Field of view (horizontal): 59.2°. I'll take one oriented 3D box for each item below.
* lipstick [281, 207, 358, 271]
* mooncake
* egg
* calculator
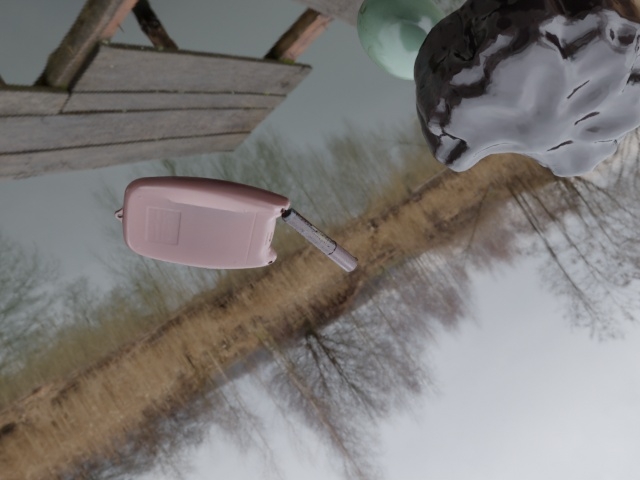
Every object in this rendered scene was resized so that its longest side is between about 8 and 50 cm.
[{"bbox_3d":[0.000,0.000,0.791,0.027,0.027,0.176,-35,141,14],"label":"lipstick"},{"bbox_3d":[0.354,-0.259,0.942,0.382,0.212,0.350,-3,143,2],"label":"mooncake"},{"bbox_3d":[0.176,-0.433,1.185,0.231,0.167,0.168,23,133,-37],"label":"egg"},{"bbox_3d":[-0.236,-0.027,1.116,0.330,0.048,0.220,6,132,-12],"label":"calculator"}]
